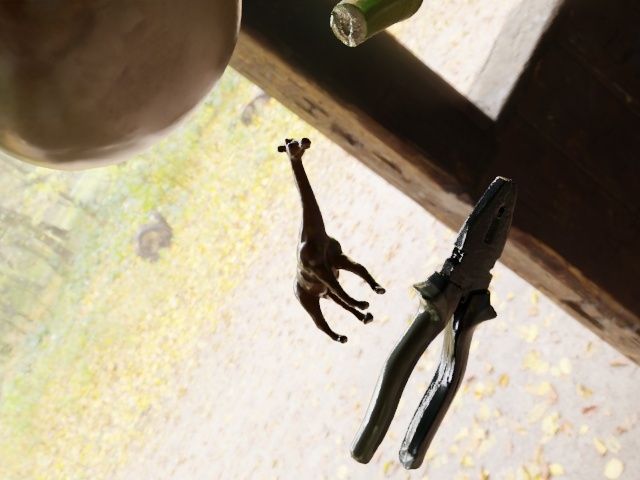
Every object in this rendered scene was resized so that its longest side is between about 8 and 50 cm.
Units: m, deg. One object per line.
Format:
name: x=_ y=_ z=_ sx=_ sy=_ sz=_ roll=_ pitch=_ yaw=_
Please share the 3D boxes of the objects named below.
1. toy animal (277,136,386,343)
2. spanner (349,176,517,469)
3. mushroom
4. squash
toy animal: x=0.000 y=0.000 z=0.947 sx=0.066 sy=0.230 sz=0.224 roll=-21 pitch=-32 yaw=-35
spanner: x=0.123 y=0.090 z=0.704 sx=0.040 sy=0.095 sz=0.325 roll=47 pitch=120 yaw=60
mushroom: x=-0.239 y=-0.225 z=0.644 sx=0.290 sy=0.292 sz=0.292 roll=37 pitch=93 yaw=34
squash: x=0.088 y=-0.357 z=1.071 sx=0.083 sy=0.083 sz=0.250 roll=-38 pitch=5 yaw=42
